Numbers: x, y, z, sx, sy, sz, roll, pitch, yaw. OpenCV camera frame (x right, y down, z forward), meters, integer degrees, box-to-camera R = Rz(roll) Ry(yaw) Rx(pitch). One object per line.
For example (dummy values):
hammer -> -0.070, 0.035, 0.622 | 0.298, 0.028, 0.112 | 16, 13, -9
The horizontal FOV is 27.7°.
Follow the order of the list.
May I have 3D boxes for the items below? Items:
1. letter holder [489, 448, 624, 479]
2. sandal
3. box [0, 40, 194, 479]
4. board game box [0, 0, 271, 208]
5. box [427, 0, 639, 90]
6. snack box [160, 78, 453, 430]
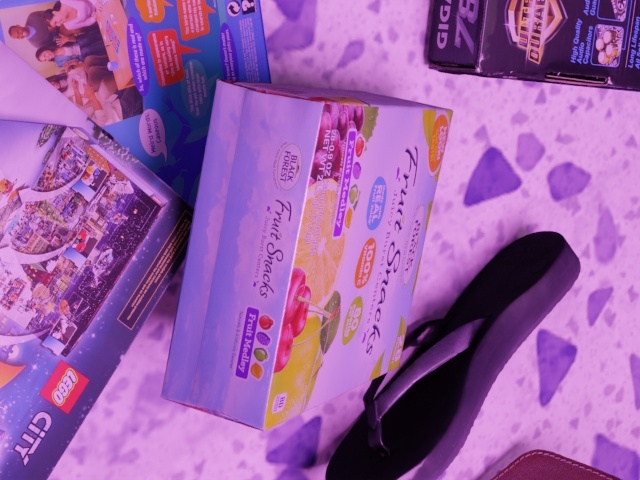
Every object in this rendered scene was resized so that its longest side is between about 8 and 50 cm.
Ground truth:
letter holder -> 0.192, 0.295, 0.866 | 0.214, 0.302, 0.152 | -36, 120, -18
sandal -> 0.079, 0.079, 0.881 | 0.054, 0.097, 0.254 | 51, 61, -21
box -> -0.176, 0.038, 0.632 | 0.159, 0.044, 0.233 | 43, 69, -35
board game box -> -0.125, -0.078, 0.714 | 0.210, 0.047, 0.160 | -19, 113, -32
box -> 0.226, -0.248, 0.888 | 0.293, 0.073, 0.296 | 1, 99, -26
snack box -> 0.000, 0.000, 0.750 | 0.207, 0.070, 0.175 | -13, 116, -67
